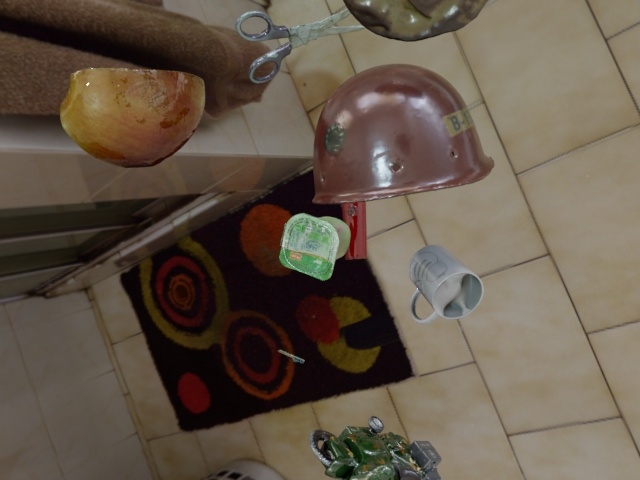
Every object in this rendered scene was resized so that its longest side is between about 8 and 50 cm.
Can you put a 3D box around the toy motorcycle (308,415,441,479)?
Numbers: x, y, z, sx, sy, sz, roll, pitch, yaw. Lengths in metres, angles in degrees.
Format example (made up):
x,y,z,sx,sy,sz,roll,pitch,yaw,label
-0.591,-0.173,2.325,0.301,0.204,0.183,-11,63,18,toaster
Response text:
x,y,z,sx,sy,sz,roll,pitch,yaw,label
0.109,0.391,0.818,0.124,0.275,0.187,-56,44,13,toy motorcycle

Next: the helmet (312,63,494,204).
x,y,z,sx,sy,sz,roll,pitch,yaw,label
0.140,-0.213,0.924,0.338,0.385,0.229,-2,108,41,helmet

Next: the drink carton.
x,y,z,sx,sy,sz,roll,pitch,yaw,label
0.000,0.000,1.223,0.146,0.142,0.143,20,108,21,drink carton

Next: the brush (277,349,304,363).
x,y,z,sx,sy,sz,roll,pitch,yaw,label
-0.085,0.334,1.402,0.084,0.013,0.016,29,147,-17,brush

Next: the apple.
x,y,z,sx,sy,sz,roll,pitch,yaw,label
-0.402,-0.300,1.131,0.179,0.346,0.254,55,130,18,apple

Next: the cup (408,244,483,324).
x,y,z,sx,sy,sz,roll,pitch,yaw,label
0.219,0.086,0.935,0.136,0.133,0.099,-30,117,2,cup

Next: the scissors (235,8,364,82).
x,y,z,sx,sy,sz,roll,pitch,yaw,label
-0.044,-0.593,1.415,0.384,0.256,0.029,-20,66,-7,scissors

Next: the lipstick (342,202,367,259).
x,y,z,sx,sy,sz,roll,pitch,yaw,label
0.095,-0.086,1.381,0.073,0.073,0.279,-5,86,29,lipstick

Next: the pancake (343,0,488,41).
x,y,z,sx,sy,sz,roll,pitch,yaw,label
0.137,-0.430,0.683,0.295,0.049,0.294,6,128,8,pancake
